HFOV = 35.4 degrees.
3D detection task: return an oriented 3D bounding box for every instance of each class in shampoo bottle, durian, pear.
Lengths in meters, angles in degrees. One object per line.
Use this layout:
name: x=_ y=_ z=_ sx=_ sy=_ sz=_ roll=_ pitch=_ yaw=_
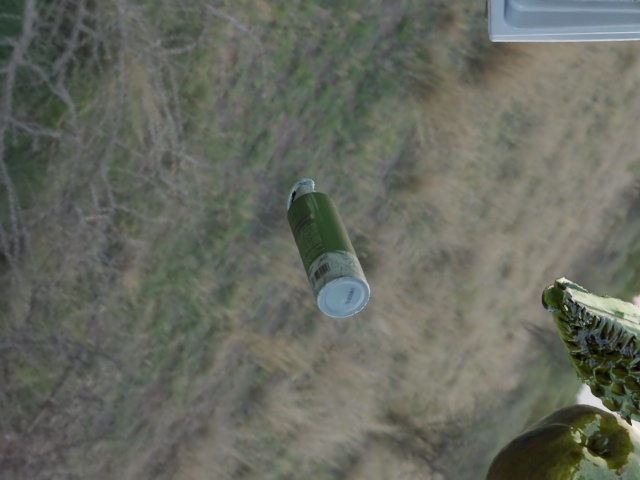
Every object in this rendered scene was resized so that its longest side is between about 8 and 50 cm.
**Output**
shampoo bottle: x=0.000 y=0.000 z=1.145 sx=0.065 sy=0.204 sz=0.065 roll=-9 pitch=131 yaw=-10
durian: x=0.352 y=0.134 z=1.146 sx=0.375 sy=0.132 sz=0.106 roll=27 pitch=113 yaw=-37
pear: x=0.356 y=0.372 z=1.420 sx=0.269 sy=0.269 sz=0.321 roll=-47 pitch=153 yaw=-37

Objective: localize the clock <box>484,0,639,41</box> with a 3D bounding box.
clock: x=0.275 y=-0.303 z=0.990 sx=0.262 sy=0.231 sz=0.116 roll=78 pitch=21 yaw=-51
